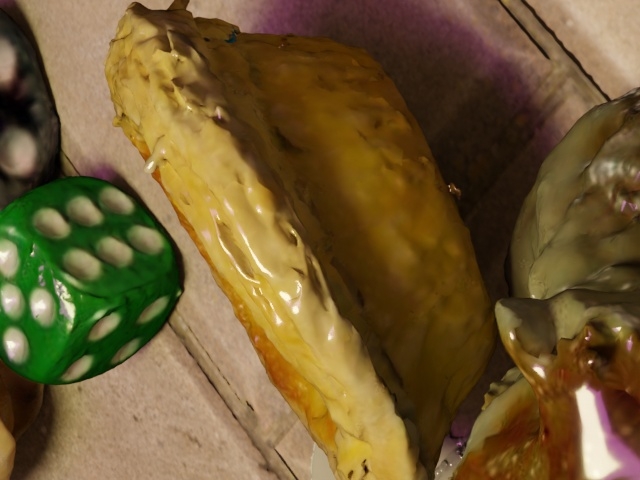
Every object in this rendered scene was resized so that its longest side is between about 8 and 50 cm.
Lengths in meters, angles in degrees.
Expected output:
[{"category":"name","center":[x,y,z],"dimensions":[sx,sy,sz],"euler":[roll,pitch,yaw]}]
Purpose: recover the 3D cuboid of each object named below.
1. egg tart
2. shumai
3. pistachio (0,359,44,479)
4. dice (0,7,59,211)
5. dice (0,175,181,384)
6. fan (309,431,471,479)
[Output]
[{"category":"egg tart","center":[0.000,0.000,1.137],"dimensions":[0.387,0.169,0.388],"euler":[62,176,8]},{"category":"shumai","center":[0.205,0.084,0.918],"dimensions":[0.397,0.323,0.324],"euler":[11,113,41]},{"category":"pistachio","center":[-0.389,0.162,1.591],"dimensions":[0.321,0.229,0.238],"euler":[-23,130,34]},{"category":"dice","center":[-0.345,-0.097,1.489],"dimensions":[0.181,0.183,0.182],"euler":[-10,94,47]},{"category":"dice","center":[-0.200,0.031,1.427],"dimensions":[0.131,0.128,0.120],"euler":[52,132,19]},{"category":"fan","center":[0.090,0.161,1.275],"dimensions":[0.190,0.009,0.329],"euler":[54,134,17]}]
